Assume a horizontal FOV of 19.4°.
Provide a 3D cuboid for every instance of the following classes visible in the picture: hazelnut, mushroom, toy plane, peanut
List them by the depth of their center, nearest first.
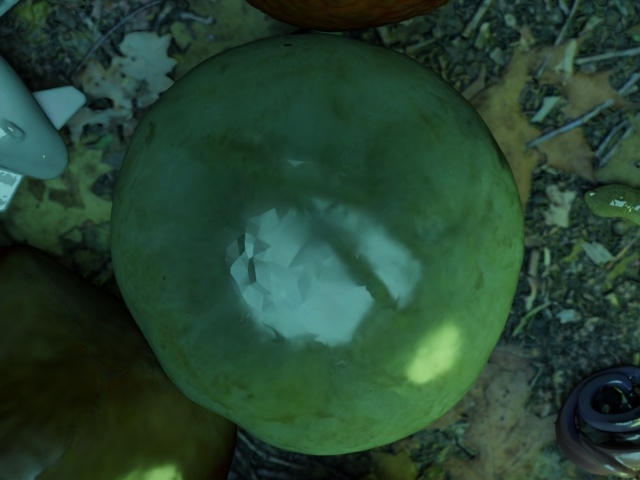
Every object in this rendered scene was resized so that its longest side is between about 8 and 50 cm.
[{"bbox_3d":[0.000,0.000,1.546,0.352,0.260,0.352,0,88,6],"label":"mushroom"},{"bbox_3d":[-0.266,0.183,1.653,0.365,0.366,0.366,1,105,2],"label":"hazelnut"},{"bbox_3d":[-0.335,-0.141,1.658,0.266,0.122,0.267,0,90,-10],"label":"toy plane"},{"bbox_3d":[0.282,-0.034,1.710,0.083,0.037,0.037,13,105,3],"label":"peanut"}]

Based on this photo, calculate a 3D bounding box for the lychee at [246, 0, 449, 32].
[{"bbox_3d":[0.011,-0.291,1.543,0.300,0.255,0.255,20,107,-36],"label":"lychee"}]

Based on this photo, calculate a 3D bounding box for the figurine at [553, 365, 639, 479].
[{"bbox_3d":[0.291,0.202,1.734,0.114,0.126,0.157,-10,108,49],"label":"figurine"}]

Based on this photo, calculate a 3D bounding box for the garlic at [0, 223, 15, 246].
[{"bbox_3d":[-0.330,-0.001,1.723,0.084,0.066,0.152,-31,100,8],"label":"garlic"}]

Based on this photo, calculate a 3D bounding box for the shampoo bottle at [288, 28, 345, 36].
[{"bbox_3d":[0.059,-0.056,1.692,0.098,0.071,0.309,-22,103,9],"label":"shampoo bottle"}]
